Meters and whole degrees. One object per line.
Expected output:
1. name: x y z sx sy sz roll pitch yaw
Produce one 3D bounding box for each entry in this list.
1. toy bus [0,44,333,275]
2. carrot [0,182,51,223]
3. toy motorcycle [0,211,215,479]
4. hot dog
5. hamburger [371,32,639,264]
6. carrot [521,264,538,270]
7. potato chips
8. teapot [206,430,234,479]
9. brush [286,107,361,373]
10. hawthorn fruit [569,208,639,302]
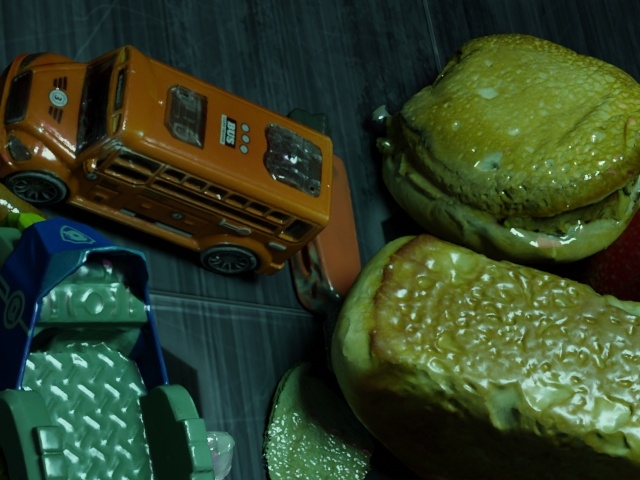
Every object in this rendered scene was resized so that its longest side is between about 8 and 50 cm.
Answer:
1. toy bus: -0.152 -0.087 1.538 0.329 0.153 0.143 22 54 -28
2. carrot: -0.288 -0.022 1.467 0.191 0.047 0.047 37 47 -22
3. toy motorcycle: -0.211 0.108 1.339 0.191 0.200 0.326 1 67 -38
4. hot dog: 0.211 0.156 1.578 0.405 0.223 0.185 18 55 9
5. hamburger: 0.224 -0.104 1.797 0.314 0.170 0.290 25 47 26
6. carrot: 0.234 0.114 1.785 0.082 0.082 0.173 17 52 -31
7. potato chips: 0.001 0.216 1.573 0.142 0.026 0.209 -6 67 -38
8. teapot: -0.118 0.214 1.457 0.083 0.064 0.064 -7 74 -7
9. brush: 0.000 0.000 1.687 0.070 0.051 0.323 19 51 -39
10. hawthorn fruit: 0.387 0.036 1.880 0.210 0.266 0.230 -33 127 -11
